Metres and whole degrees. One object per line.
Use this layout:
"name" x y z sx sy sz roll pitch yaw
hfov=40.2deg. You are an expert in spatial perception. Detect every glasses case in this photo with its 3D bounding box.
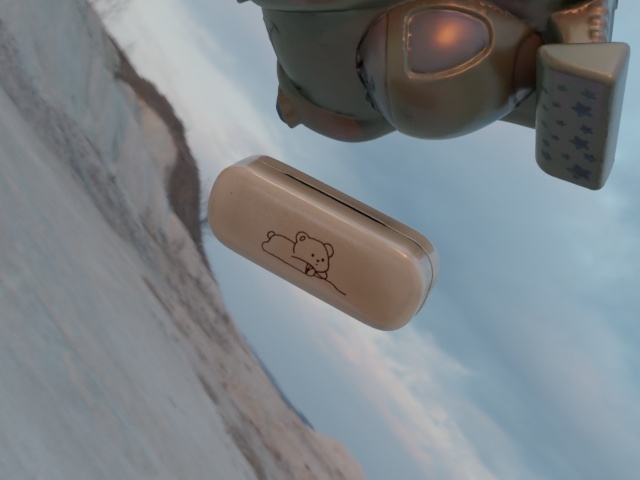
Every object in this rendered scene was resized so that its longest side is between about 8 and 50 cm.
"glasses case" 0.000 0.000 0.708 0.196 0.050 0.083 27 -56 15

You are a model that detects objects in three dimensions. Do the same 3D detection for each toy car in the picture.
"toy car" 0.098 -0.176 0.795 0.242 0.336 0.226 67 27 -59
